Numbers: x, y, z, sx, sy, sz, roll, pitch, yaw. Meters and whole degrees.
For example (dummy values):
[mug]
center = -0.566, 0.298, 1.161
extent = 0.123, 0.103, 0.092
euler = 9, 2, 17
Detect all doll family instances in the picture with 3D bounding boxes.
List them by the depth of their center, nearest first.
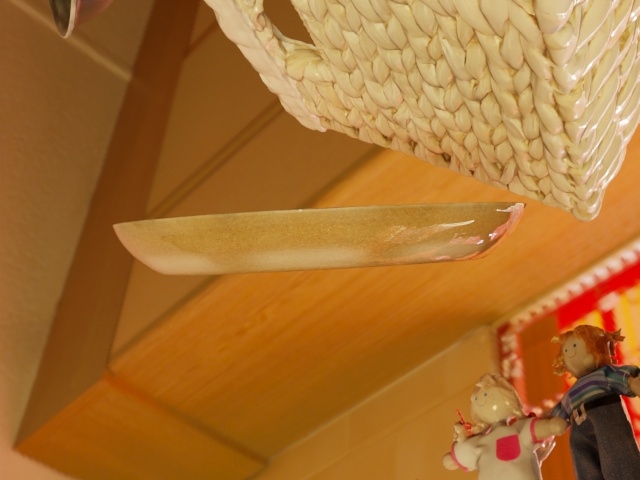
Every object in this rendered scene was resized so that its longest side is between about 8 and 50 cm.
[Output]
[doll family]
center = 0.204, 0.116, 0.700
extent = 0.118, 0.263, 0.163
euler = 20, -130, -31

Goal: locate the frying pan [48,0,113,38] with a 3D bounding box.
[frying pan]
center = -0.112, -0.214, 0.488
extent = 0.053, 0.326, 0.197
euler = -7, -96, -19

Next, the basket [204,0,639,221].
[basket]
center = 0.112, -0.239, 0.691
extent = 0.266, 0.331, 0.328
euler = 24, 168, 24

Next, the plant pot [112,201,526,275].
[plant pot]
center = 0.000, 0.000, 0.618
extent = 0.236, 0.236, 0.032
euler = -2, -90, -50
